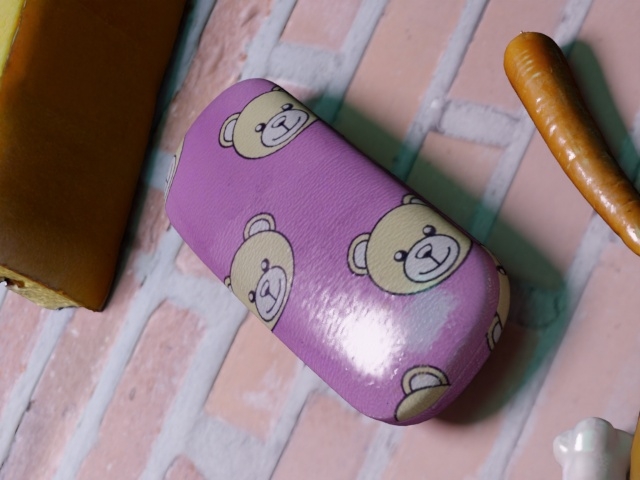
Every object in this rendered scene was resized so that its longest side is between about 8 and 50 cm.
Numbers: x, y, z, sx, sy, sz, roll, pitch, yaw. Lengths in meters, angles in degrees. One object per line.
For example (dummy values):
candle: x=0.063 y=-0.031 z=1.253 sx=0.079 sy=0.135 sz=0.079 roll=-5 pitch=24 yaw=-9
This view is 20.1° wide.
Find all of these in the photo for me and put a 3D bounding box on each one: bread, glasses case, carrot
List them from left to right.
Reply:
bread: x=-0.182 y=-0.138 z=1.333 sx=0.077 sy=0.138 sz=0.361 roll=-4 pitch=66 yaw=44
glasses case: x=0.000 y=0.000 z=1.132 sx=0.123 sy=0.076 sz=0.316 roll=-55 pitch=43 yaw=6
carrot: x=0.154 y=-0.052 z=1.052 sx=0.037 sy=0.037 sz=0.190 roll=-40 pitch=50 yaw=20

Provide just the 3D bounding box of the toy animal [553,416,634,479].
toy animal: x=0.115 y=0.205 z=0.867 sx=0.140 sy=0.138 sz=0.282 roll=-10 pitch=62 yaw=4

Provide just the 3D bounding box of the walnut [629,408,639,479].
walnut: x=0.269 y=0.095 z=0.652 sx=0.333 sy=0.333 sz=0.333 roll=-21 pitch=55 yaw=34
